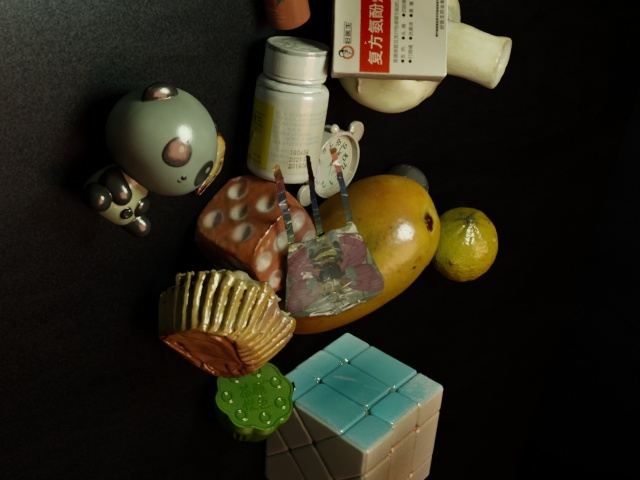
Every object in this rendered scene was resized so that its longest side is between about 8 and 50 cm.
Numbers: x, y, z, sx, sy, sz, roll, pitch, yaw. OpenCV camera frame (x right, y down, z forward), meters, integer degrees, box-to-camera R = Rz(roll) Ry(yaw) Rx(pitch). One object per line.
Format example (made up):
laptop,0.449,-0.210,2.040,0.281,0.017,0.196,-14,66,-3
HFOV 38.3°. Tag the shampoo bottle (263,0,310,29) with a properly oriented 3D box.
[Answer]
shampoo bottle,-0.077,-0.494,1.626,0.085,0.085,0.244,-45,141,-27

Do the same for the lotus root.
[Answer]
lotus root,-0.158,0.383,2.057,0.186,0.186,0.186,-33,136,-39

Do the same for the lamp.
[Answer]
lamp,-0.279,-0.136,1.504,0.244,0.197,0.197,-53,147,-2

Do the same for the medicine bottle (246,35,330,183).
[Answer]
medicine bottle,-0.058,-0.249,1.761,0.143,0.143,0.258,-19,127,-48

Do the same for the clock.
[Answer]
clock,0.012,-0.172,1.992,0.229,0.063,0.156,-55,144,-14

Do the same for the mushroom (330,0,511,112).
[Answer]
mushroom,0.191,-0.418,1.896,0.355,0.315,0.315,1,117,-11

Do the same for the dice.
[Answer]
dice,-0.123,-0.008,1.804,0.175,0.179,0.174,-53,145,-21

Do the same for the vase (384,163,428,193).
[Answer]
vase,0.220,-0.129,2.276,0.183,0.120,0.120,-11,122,-67

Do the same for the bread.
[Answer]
bread,-0.184,0.165,1.763,0.274,0.274,0.149,57,37,-53

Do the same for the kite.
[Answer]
kite,0.001,0.002,1.731,0.204,0.022,0.361,-17,123,-2

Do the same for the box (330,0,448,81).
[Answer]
box,0.130,-0.478,1.715,0.069,0.214,0.354,144,-53,-85

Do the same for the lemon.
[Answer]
lemon,0.389,0.010,2.525,0.192,0.192,0.231,-46,154,-26

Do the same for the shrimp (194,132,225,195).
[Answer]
shrimp,-0.240,-0.129,1.693,0.178,0.034,0.124,-40,147,-40

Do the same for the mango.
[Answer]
mango,0.050,0.038,1.950,0.445,0.300,0.232,-34,119,9

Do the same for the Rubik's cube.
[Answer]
Rubik's cube,0.078,0.478,2.287,0.315,0.321,0.319,-28,134,-41
